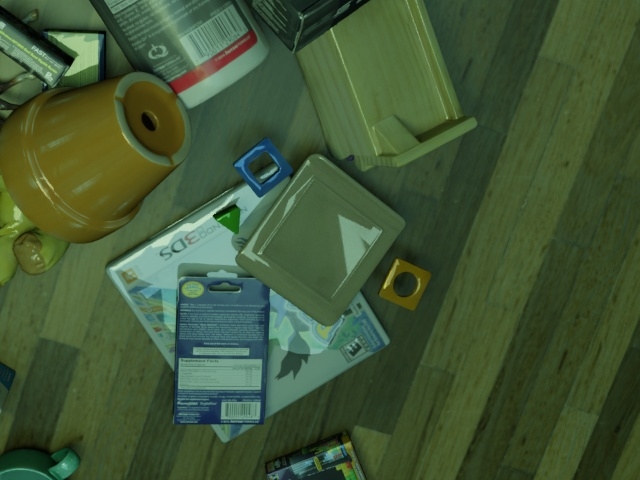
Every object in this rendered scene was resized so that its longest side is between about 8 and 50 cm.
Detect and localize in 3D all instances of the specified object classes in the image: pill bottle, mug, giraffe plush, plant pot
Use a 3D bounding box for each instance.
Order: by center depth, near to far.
[{"bbox_3d":[-0.273,-0.122,1.503,0.188,0.205,0.205,-24,110,36],"label":"plant pot"},{"bbox_3d":[-0.216,-0.339,1.533,0.176,0.176,0.318,-31,106,1],"label":"pill bottle"},{"bbox_3d":[-0.409,-0.059,1.574,0.210,0.181,0.170,-28,115,-8],"label":"giraffe plush"},{"bbox_3d":[-0.425,0.371,1.732,0.157,0.097,0.129,-8,105,-6],"label":"mug"}]

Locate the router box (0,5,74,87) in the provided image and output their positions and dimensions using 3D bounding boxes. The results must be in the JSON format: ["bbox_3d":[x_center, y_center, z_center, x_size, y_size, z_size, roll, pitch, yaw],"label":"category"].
[{"bbox_3d":[-0.381,-0.251,1.518,0.122,0.092,0.038,35,97,-13],"label":"router box"}]

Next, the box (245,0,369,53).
[{"bbox_3d":[-0.038,-0.466,1.435,0.318,0.097,0.395,-38,80,-19],"label":"box"}]

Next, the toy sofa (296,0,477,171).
[{"bbox_3d":[0.061,-0.287,1.616,0.150,0.177,0.363,-29,107,-24],"label":"toy sofa"}]

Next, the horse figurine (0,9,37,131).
[{"bbox_3d":[-0.468,-0.257,1.580,0.174,0.066,0.263,-4,103,-13],"label":"horse figurine"}]

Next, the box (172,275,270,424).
[{"bbox_3d":[-0.144,0.158,1.708,0.136,0.036,0.225,2,105,-8],"label":"box"}]

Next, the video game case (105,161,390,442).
[{"bbox_3d":[-0.103,0.095,1.735,0.300,0.036,0.329,-31,107,1],"label":"video game case"}]

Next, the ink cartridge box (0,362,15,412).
[{"bbox_3d":[-0.544,0.190,1.642,0.203,0.148,0.086,34,100,-14],"label":"ink cartridge box"}]

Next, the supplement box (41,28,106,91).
[{"bbox_3d":[-0.337,-0.245,1.603,0.083,0.056,0.083,1,104,-8],"label":"supplement box"}]

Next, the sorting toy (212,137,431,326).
[{"bbox_3d":[0.000,0.000,1.683,0.347,0.047,0.196,37,90,-19],"label":"sorting toy"}]

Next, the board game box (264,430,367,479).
[{"bbox_3d":[0.008,0.399,1.824,0.141,0.048,0.170,-23,106,-3],"label":"board game box"}]
